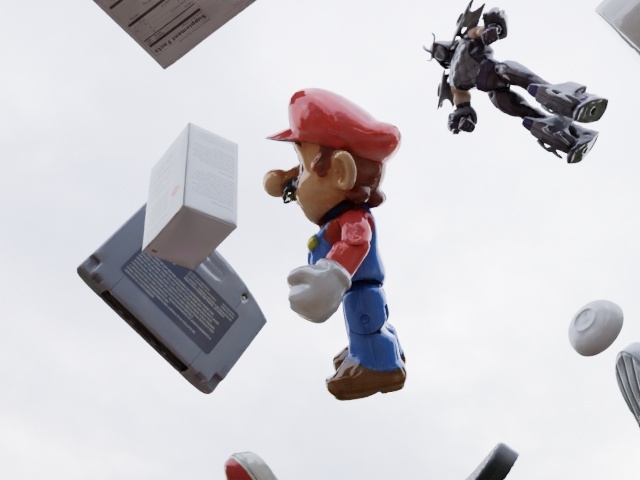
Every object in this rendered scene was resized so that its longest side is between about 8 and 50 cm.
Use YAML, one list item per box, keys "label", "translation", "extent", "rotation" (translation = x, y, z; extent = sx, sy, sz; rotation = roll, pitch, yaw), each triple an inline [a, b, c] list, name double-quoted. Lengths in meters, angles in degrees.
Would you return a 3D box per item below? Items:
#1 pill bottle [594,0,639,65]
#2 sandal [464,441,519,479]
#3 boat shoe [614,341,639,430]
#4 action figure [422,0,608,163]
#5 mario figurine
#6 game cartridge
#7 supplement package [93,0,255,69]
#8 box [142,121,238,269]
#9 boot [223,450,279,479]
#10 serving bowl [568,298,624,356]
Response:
- label: "pill bottle"
  translation: [0.378, -0.252, 0.632]
  extent: [0.169, 0.169, 0.301]
  rotation: [37, -69, -24]
- label: "sandal"
  translation: [0.284, 0.521, 1.475]
  extent: [0.107, 0.167, 0.445]
  rotation: [36, -30, 16]
- label: "boat shoe"
  translation: [0.510, 0.240, 1.150]
  extent: [0.094, 0.109, 0.302]
  rotation: [-34, -55, -3]
- label: "action figure"
  translation: [0.246, -0.215, 1.076]
  extent: [0.285, 0.099, 0.185]
  rotation: [37, -39, 32]
- label: "mario figurine"
  translation: [0.000, 0.000, 0.839]
  extent: [0.170, 0.320, 0.198]
  rotation: [-10, 1, -29]
- label: "game cartridge"
  translation: [-0.235, 0.087, 1.324]
  extent: [0.297, 0.198, 0.062]
  rotation: [47, -44, -11]
- label: "supplement package"
  translation: [-0.195, -0.401, 1.070]
  extent: [0.204, 0.261, 0.145]
  rotation: [-33, -46, 15]
- label: "box"
  translation: [-0.195, -0.066, 1.197]
  extent: [0.091, 0.170, 0.130]
  rotation: [22, -44, -30]
- label: "boot"
  translation: [-0.100, 0.368, 0.859]
  extent: [0.176, 0.244, 0.088]
  rotation: [-18, -2, -25]
- label: "serving bowl"
  translation: [0.356, 0.110, 1.041]
  extent: [0.027, 0.083, 0.083]
  rotation: [35, -47, -17]
